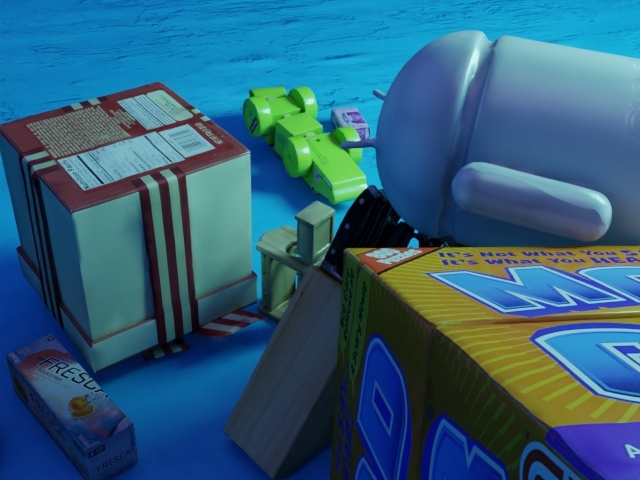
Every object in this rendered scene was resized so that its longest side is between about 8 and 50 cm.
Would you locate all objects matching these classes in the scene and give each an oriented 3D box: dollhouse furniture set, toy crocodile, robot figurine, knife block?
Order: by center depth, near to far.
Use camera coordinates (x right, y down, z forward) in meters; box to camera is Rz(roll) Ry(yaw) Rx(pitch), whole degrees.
[{"bbox_3d":[0.204,-0.083,0.808,0.353,0.200,0.300,13,24,11],"label":"robot figurine"},{"bbox_3d":[0.014,0.085,0.904,0.275,0.242,0.088,-35,50,-27],"label":"knife block"},{"bbox_3d":[0.000,0.000,1.101,0.101,0.182,0.161,26,43,29],"label":"dollhouse furniture set"},{"bbox_3d":[-0.032,-0.160,1.403,0.115,0.105,0.340,-18,45,-26],"label":"toy crocodile"}]

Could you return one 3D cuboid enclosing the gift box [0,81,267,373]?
[{"bbox_3d":[-0.207,-0.014,1.043,0.276,0.258,0.255,-18,41,-27],"label":"gift box"}]

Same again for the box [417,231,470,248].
[{"bbox_3d":[0.292,0.029,1.151,0.270,0.060,0.216,1,34,-17],"label":"box"}]

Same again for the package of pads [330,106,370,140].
[{"bbox_3d":[0.052,-0.204,1.512,0.050,0.032,0.083,-9,37,-13],"label":"package of pads"}]

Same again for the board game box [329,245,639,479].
[{"bbox_3d":[0.219,0.216,0.555,0.356,0.357,0.356,0,14,-15],"label":"board game box"}]

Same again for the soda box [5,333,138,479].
[{"bbox_3d":[-0.272,0.180,0.937,0.058,0.063,0.183,-26,45,-34],"label":"soda box"}]
